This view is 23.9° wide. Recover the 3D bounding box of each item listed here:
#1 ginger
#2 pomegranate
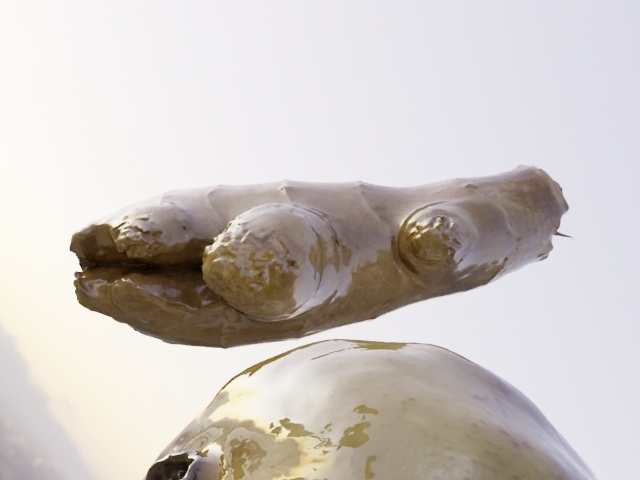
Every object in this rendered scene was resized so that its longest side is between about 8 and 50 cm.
[{"bbox_3d":[-0.006,-0.009,1.173,0.236,0.375,0.166,47,22,-63],"label":"ginger"},{"bbox_3d":[0.017,0.217,0.867,0.332,0.332,0.332,47,-12,14],"label":"pomegranate"}]
